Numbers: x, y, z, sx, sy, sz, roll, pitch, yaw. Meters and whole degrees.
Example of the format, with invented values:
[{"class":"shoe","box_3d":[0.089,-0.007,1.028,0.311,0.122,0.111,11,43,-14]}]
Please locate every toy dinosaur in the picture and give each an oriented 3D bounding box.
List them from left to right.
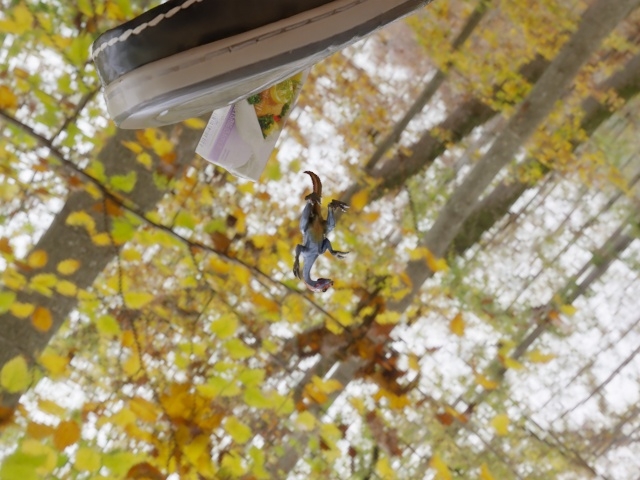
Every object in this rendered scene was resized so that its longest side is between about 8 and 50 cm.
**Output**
[{"class":"toy dinosaur","box_3d":[0.000,0.000,0.828,0.047,0.082,0.090,9,-143,-9]}]

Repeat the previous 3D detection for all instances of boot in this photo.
[{"class":"boot","box_3d":[-0.024,-0.254,0.557,0.377,0.138,0.284,-36,-76,-28]}]

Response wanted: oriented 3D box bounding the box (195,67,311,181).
[{"class":"box","box_3d":[-0.031,-0.219,0.997,0.063,0.324,0.067,24,-176,-23]}]
